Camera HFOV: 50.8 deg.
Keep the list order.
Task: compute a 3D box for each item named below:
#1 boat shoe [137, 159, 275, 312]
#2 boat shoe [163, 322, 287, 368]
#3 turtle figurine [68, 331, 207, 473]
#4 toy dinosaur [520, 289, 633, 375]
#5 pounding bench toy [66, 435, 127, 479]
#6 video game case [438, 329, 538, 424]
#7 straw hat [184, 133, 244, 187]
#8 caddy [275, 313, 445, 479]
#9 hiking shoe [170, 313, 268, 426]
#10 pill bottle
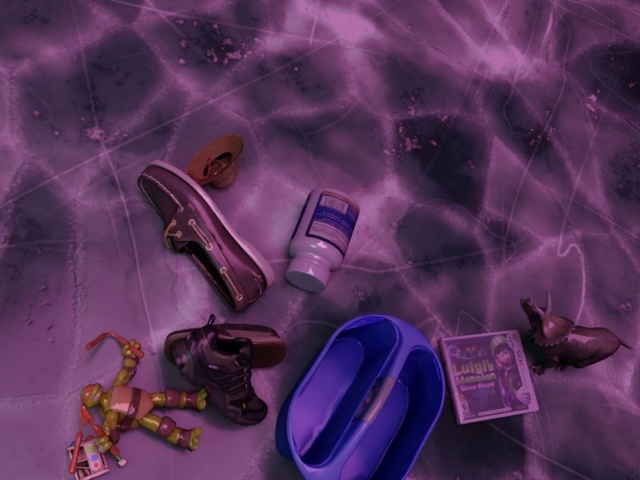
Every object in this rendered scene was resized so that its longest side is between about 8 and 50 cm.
[{"bbox_3d":[-0.227,-0.008,1.243,0.324,0.116,0.097,47,59,-4],"label":"boat shoe"},{"bbox_3d":[-0.173,0.185,1.208,0.224,0.080,0.073,5,25,-24],"label":"boat shoe"},{"bbox_3d":[-0.304,0.284,1.105,0.217,0.087,0.269,20,35,-18],"label":"turtle figurine"},{"bbox_3d":[0.535,0.219,1.397,0.314,0.160,0.121,18,65,-11],"label":"toy dinosaur"},{"bbox_3d":[-0.361,0.346,1.088,0.083,0.052,0.065,-16,75,-24],"label":"pounding bench toy"},{"bbox_3d":[0.346,0.277,1.385,0.190,0.022,0.173,-3,71,-21],"label":"video game case"},{"bbox_3d":[-0.196,-0.140,1.329,0.061,0.144,0.144,54,54,-38],"label":"straw hat"},{"bbox_3d":[0.073,0.294,1.193,0.241,0.179,0.341,37,62,-4],"label":"caddy"},{"bbox_3d":[-0.145,0.226,1.143,0.114,0.086,0.227,-40,122,1],"label":"hiking shoe"},{"bbox_3d":[0.000,0.000,1.320,0.112,0.112,0.186,25,64,-9],"label":"pill bottle"}]
